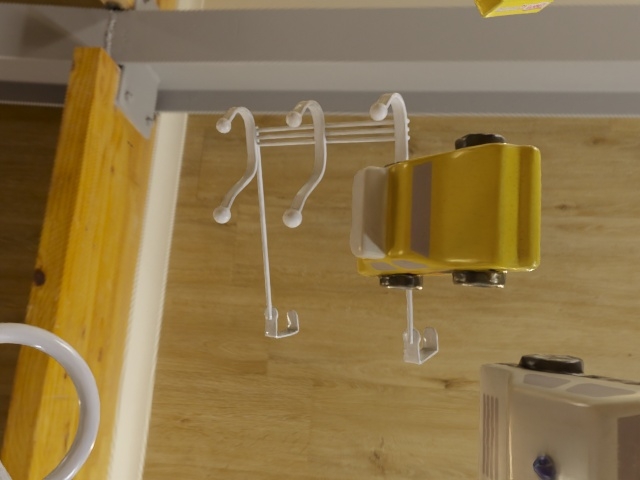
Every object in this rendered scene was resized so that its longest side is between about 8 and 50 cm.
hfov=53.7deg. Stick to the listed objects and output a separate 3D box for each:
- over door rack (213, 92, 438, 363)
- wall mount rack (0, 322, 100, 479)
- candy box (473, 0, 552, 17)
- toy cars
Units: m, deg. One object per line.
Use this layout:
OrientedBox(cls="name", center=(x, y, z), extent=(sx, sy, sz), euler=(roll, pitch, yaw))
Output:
OrientedBox(cls="over door rack", center=(0.000, 0.000, 0.751), extent=(0.240, 0.108, 0.324), euler=(4, -66, 35))
OrientedBox(cls="wall mount rack", center=(-0.210, 0.177, 0.254), extent=(0.350, 0.130, 0.304), euler=(-33, -89, -39))
OrientedBox(cls="candy box", center=(0.129, -0.293, 0.552), extent=(0.105, 0.027, 0.205), euler=(-24, -93, -45))
OrientedBox(cls="toy cars", center=(0.094, 0.045, 0.377), extent=(0.087, 0.176, 0.393), euler=(6, -146, -25))
